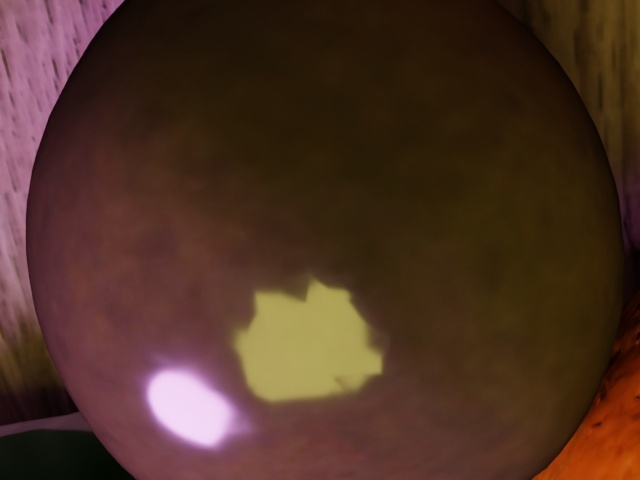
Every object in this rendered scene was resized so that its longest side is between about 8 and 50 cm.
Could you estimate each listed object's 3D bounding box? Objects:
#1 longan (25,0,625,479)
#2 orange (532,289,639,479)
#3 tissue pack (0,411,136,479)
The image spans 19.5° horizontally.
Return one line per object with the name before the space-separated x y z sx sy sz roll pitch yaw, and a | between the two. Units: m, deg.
longan | 0.001 -0.001 0.888 0.297 0.297 0.297 -1 127 -1
orange | 0.278 0.184 0.966 0.326 0.424 0.424 16 135 32
tissue pack | -0.073 0.234 1.073 0.357 0.194 0.266 -11 110 -2
